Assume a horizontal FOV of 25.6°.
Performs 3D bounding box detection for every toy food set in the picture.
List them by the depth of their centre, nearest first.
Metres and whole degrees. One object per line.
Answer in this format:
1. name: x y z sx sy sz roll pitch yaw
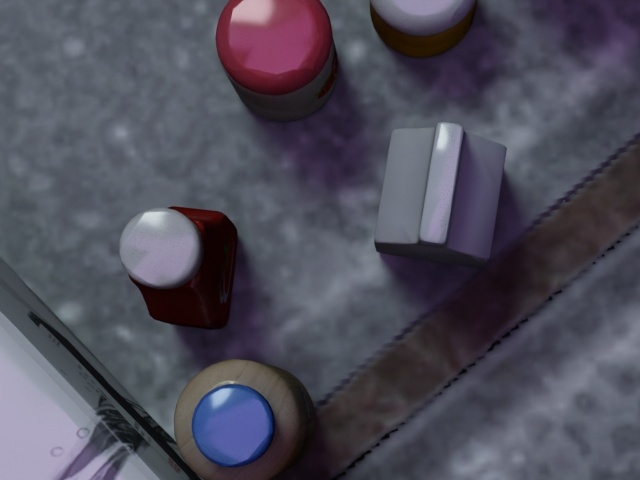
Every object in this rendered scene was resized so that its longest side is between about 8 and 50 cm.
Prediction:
1. toy food set: 0.000 0.000 0.456 0.111 0.104 0.232 10 85 5

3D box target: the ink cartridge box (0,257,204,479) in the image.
1. ink cartridge box: -0.140 0.114 0.448 0.197 0.114 0.273 -44 83 -2
